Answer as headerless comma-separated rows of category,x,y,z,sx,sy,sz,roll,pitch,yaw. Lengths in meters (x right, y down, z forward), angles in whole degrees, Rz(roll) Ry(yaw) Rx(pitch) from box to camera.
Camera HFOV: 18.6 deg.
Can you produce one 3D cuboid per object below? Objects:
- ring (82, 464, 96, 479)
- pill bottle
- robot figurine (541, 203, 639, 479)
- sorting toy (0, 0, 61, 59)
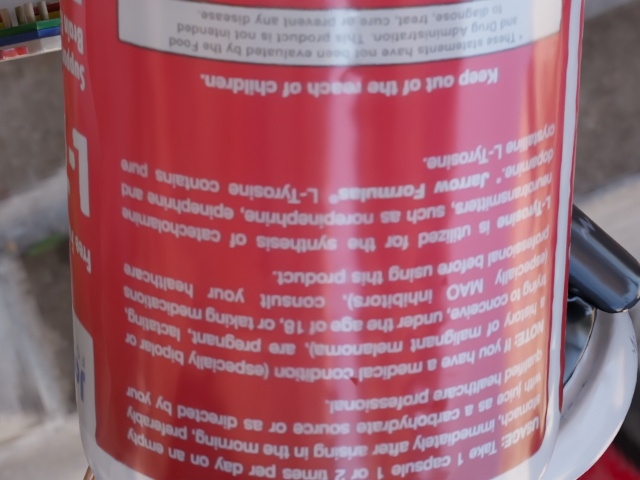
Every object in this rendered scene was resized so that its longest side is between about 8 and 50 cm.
ring,-0.050,0.212,1.662,0.336,0.032,0.337,-17,126,-24
pill bottle,0.000,0.000,0.887,0.229,0.408,0.229,1,-159,0
robot figurine,0.064,0.039,1.164,0.174,0.278,0.209,-54,-156,-5
sorting toy,-0.284,-0.187,1.777,0.132,0.046,0.274,-9,-173,24
